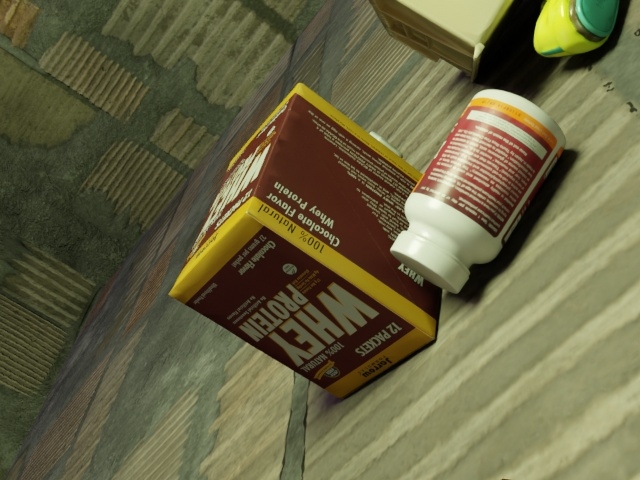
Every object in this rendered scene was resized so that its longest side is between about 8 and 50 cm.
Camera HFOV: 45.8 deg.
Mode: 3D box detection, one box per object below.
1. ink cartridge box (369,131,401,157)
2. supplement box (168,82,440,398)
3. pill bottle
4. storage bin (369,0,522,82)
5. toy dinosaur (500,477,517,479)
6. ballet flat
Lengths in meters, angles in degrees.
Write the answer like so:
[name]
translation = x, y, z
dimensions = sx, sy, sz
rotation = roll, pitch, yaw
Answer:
[ink cartridge box]
translation = 0.032, -0.085, 1.030
dimensions = 0.145, 0.045, 0.179
rotation = -53, 19, 6
[supplement box]
translation = 0.000, 0.000, 0.692
dimensions = 0.129, 0.191, 0.194
rotation = -42, 22, 38
[pill bottle]
translation = 0.123, -0.038, 0.610
dimensions = 0.152, 0.086, 0.086
rotation = -56, 17, -6
[storage bin]
translation = 0.179, -0.315, 0.780
dimensions = 0.262, 0.123, 0.260
rotation = -58, -5, 11
[toy dinosaur]
translation = 0.008, 0.251, 0.352
dimensions = 0.218, 0.164, 0.322
rotation = -59, -9, -71
[ballet flat]
translation = 0.254, -0.262, 0.708
dimensions = 0.231, 0.077, 0.077
rotation = -64, 16, -21
